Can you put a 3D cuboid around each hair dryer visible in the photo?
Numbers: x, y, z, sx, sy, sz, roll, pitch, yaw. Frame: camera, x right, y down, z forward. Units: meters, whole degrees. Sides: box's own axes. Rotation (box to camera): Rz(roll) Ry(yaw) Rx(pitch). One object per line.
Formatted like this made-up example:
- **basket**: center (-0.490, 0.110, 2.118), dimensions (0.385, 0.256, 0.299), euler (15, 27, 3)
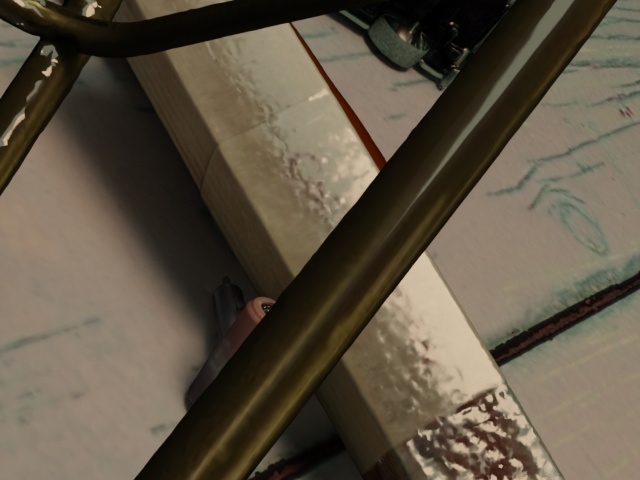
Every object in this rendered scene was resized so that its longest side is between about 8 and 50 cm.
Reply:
- **hair dryer**: center (-0.043, 0.045, 0.810), dimensions (0.037, 0.063, 0.114), euler (27, 20, -21)

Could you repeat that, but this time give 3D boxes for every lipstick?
- **lipstick**: center (0.000, 0.000, 0.818), dimensions (0.076, 0.080, 0.371), euler (-27, 79, -18)

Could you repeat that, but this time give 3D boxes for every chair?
- **chair**: center (-0.149, -0.069, 0.423), dimensions (0.362, 0.364, 0.410), euler (37, 66, -35)

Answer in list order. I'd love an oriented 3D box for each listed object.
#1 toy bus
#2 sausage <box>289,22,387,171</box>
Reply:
- **toy bus**: center (0.028, -0.263, 1.189), dimensions (0.271, 0.133, 0.165), euler (31, 28, -24)
- **sausage**: center (-0.062, -0.118, 0.943), dimensions (0.097, 0.094, 0.348), euler (-20, 67, -51)
